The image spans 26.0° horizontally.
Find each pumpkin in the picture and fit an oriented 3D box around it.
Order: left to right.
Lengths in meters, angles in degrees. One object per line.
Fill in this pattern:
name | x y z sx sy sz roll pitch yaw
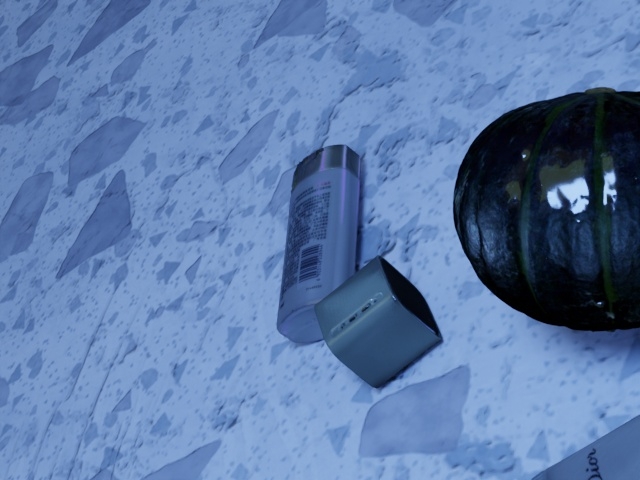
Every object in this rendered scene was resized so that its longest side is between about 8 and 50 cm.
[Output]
pumpkin | 0.229 -0.022 1.123 0.250 0.216 0.250 -9 28 5

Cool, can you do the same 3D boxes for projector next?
projector | 0.054 0.077 1.312 0.082 0.083 0.083 -39 35 14

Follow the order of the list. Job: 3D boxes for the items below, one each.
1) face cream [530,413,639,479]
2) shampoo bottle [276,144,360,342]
face cream | 0.276 0.157 0.999 0.314 0.089 0.143 -42 32 30
shampoo bottle | 0.000 0.000 1.473 0.086 0.056 0.227 -28 39 31
